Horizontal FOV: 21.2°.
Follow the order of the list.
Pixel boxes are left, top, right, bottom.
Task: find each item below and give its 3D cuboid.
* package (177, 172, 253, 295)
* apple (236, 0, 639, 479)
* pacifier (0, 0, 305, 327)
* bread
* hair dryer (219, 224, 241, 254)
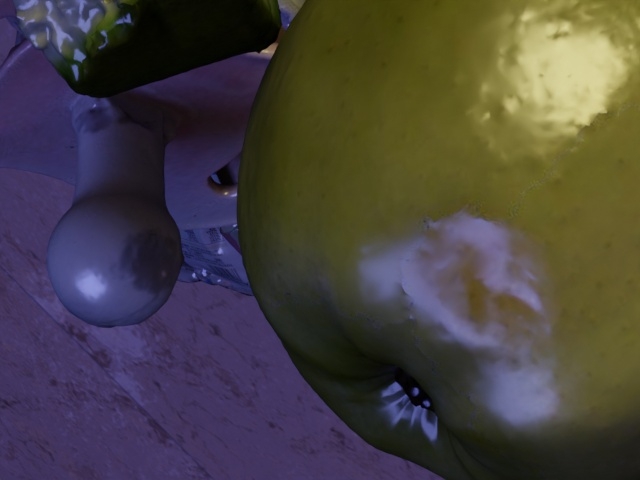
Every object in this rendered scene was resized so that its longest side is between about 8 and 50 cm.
[{"bbox_3d":[-0.127,-0.024,1.473,0.171,0.027,0.173,15,138,41],"label":"package"},{"bbox_3d":[0.123,-0.035,0.922,0.357,0.357,0.357,28,145,21],"label":"apple"},{"bbox_3d":[-0.137,-0.077,1.209,0.332,0.273,0.220,22,175,-30],"label":"pacifier"},{"bbox_3d":[-0.133,-0.256,0.909,0.366,0.129,0.382,67,-173,-59],"label":"bread"},{"bbox_3d":[-0.003,-0.005,1.345,0.106,0.054,0.154,47,144,-16],"label":"hair dryer"}]
